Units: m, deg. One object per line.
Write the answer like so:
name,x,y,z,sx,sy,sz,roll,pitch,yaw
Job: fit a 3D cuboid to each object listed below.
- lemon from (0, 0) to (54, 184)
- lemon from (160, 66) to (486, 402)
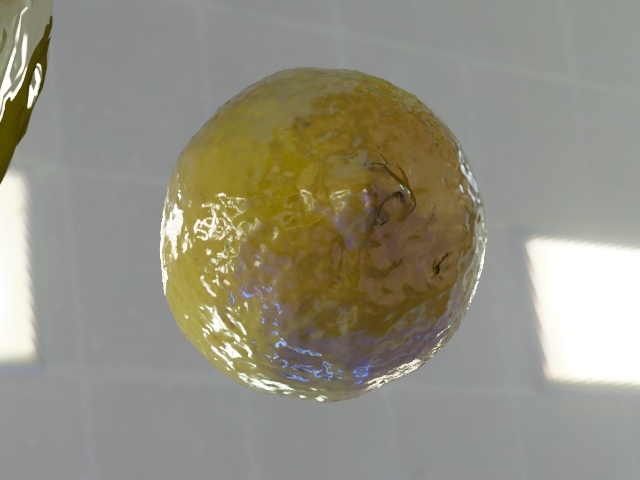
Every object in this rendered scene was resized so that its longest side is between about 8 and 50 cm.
lemon,-0.249,-0.037,0.324,0.364,0.364,0.364,19,-119,-39
lemon,0.000,0.000,1.122,0.188,0.257,0.188,4,-107,-11
